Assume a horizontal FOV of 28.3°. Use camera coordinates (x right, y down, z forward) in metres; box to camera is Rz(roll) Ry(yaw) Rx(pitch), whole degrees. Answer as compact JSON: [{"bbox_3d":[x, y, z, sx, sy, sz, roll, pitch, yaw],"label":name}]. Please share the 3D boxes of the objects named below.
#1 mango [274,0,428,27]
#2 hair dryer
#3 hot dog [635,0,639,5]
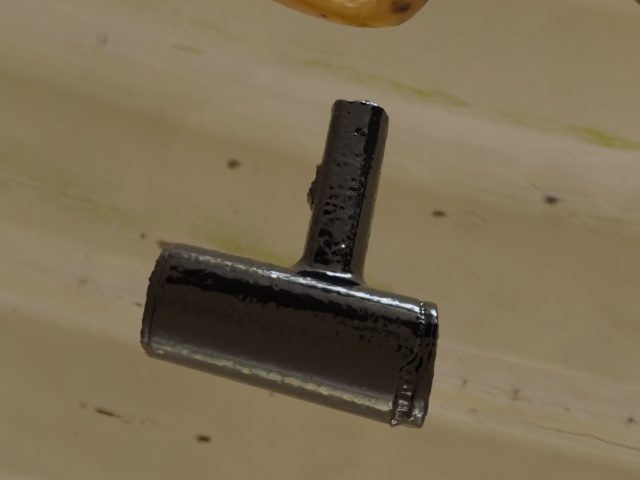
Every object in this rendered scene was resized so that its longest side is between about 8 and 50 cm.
[{"bbox_3d":[-0.015,-0.254,0.705,0.191,0.160,0.290,-16,-92,14],"label":"mango"},{"bbox_3d":[0.000,0.000,0.906,0.197,0.089,0.251,13,-125,5],"label":"hair dryer"},{"bbox_3d":[0.277,-0.217,0.700,0.185,0.405,0.223,7,-103,69],"label":"hot dog"}]
